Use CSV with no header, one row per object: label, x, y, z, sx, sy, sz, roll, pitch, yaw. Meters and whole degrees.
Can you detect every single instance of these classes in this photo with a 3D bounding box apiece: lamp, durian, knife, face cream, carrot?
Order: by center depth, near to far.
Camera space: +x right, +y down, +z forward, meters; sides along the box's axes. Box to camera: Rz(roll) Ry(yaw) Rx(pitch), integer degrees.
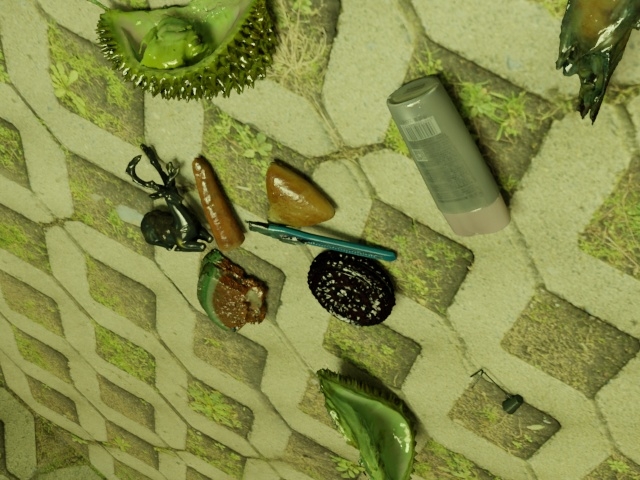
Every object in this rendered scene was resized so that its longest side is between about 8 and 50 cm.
face cream,0.198,-0.120,1.103,0.107,0.073,0.269,-6,129,42
durian,-0.223,-0.312,1.169,0.356,0.157,0.169,7,99,25
knife,-0.001,0.002,1.354,0.297,0.026,0.044,12,151,5
carrot,-0.212,-0.076,1.425,0.061,0.061,0.209,3,129,30
lamp,0.371,0.314,1.485,0.121,0.041,0.054,32,133,-6
durian,0.091,0.438,1.659,0.163,0.198,0.394,-10,124,40

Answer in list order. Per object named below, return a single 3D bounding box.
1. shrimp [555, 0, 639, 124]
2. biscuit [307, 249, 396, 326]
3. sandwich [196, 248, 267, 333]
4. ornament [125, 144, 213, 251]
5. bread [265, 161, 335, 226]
shrimp,0.415,-0.300,0.786,0.272,0.085,0.445,21,136,3
biscuit,0.060,0.097,1.432,0.195,0.053,0.194,18,139,16
sandwich,-0.205,0.139,1.621,0.159,0.079,0.235,21,139,12
ornament,-0.338,-0.089,1.465,0.202,0.080,0.236,10,137,39
bread,-0.037,-0.065,1.327,0.136,0.054,0.154,16,141,12
